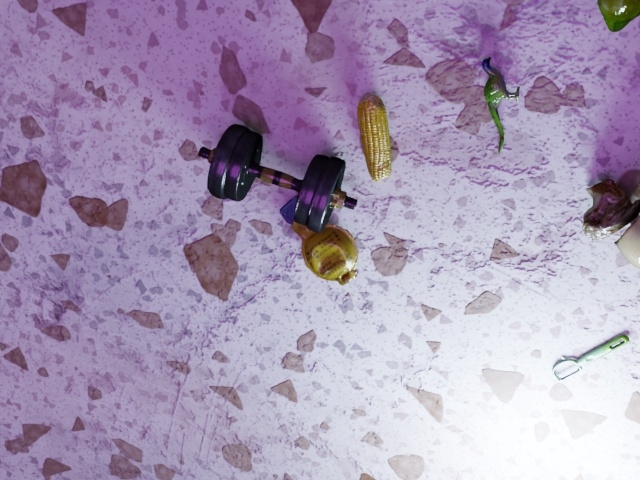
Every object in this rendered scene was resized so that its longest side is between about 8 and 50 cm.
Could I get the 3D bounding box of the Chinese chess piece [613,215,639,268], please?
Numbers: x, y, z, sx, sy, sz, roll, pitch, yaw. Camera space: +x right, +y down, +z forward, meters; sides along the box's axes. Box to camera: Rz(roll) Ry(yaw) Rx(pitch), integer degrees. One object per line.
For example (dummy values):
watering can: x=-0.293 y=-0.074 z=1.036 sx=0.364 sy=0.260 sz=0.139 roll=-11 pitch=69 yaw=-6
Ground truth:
Chinese chess piece: x=0.715 y=-0.050 z=1.655 sx=0.104 sy=0.257 sz=0.257 roll=43 pitch=123 yaw=17

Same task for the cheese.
cheese: x=0.000 y=0.000 z=2.020 sx=0.156 sy=0.064 sz=0.250 roll=-37 pitch=93 yaw=29

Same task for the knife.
knife: x=0.655 y=0.278 z=2.002 sx=0.212 sy=0.015 sz=0.054 roll=-36 pitch=95 yaw=30

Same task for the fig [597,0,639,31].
fig: x=0.586 y=-0.462 z=1.563 sx=0.123 sy=0.123 sz=0.156 roll=7 pitch=131 yaw=13

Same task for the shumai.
shumai: x=0.616 y=-0.072 z=1.772 sx=0.145 sy=0.145 sz=0.116 roll=-42 pitch=76 yaw=30

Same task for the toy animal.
toy animal: x=0.396 y=-0.290 z=1.757 sx=0.075 sy=0.041 sz=0.217 roll=-8 pitch=119 yaw=22

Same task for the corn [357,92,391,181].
corn: x=0.124 y=-0.232 z=1.853 sx=0.067 sy=0.067 sz=0.206 roll=-2 pitch=116 yaw=18

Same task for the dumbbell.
dumbbell: x=-0.100 y=-0.144 z=1.901 sx=0.388 sy=0.185 sz=0.185 roll=20 pitch=121 yaw=6
